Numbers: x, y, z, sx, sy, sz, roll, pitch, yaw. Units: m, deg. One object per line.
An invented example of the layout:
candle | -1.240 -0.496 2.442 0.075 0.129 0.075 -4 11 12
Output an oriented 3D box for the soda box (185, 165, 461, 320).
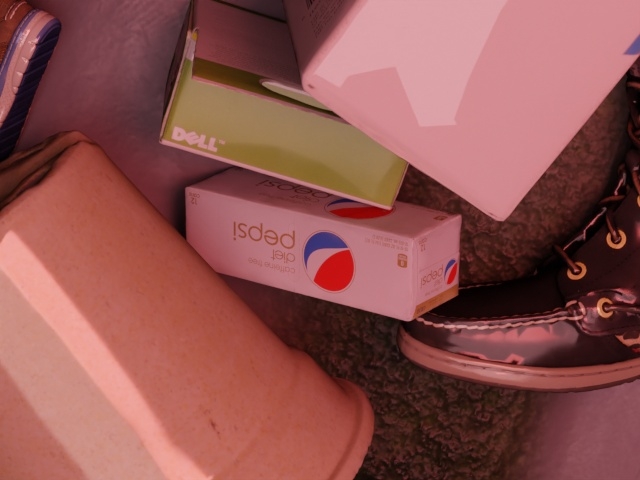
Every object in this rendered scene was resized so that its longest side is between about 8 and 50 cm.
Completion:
soda box | 0.000 0.000 1.434 0.216 0.074 0.069 13 113 32

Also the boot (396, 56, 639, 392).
boot | 0.247 -0.034 1.457 0.377 0.138 0.284 -2 111 -6

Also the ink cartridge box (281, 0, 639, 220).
ink cartridge box | 0.117 -0.225 1.251 0.166 0.395 0.285 34 105 -16

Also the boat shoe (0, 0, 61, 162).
boat shoe | -0.266 -0.112 1.451 0.066 0.066 0.183 33 111 8

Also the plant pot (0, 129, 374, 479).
plant pot | -0.178 0.099 1.384 0.333 0.334 0.305 -32 106 8

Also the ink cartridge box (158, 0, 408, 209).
ink cartridge box | -0.020 -0.088 1.363 0.188 0.255 0.097 16 108 -8
